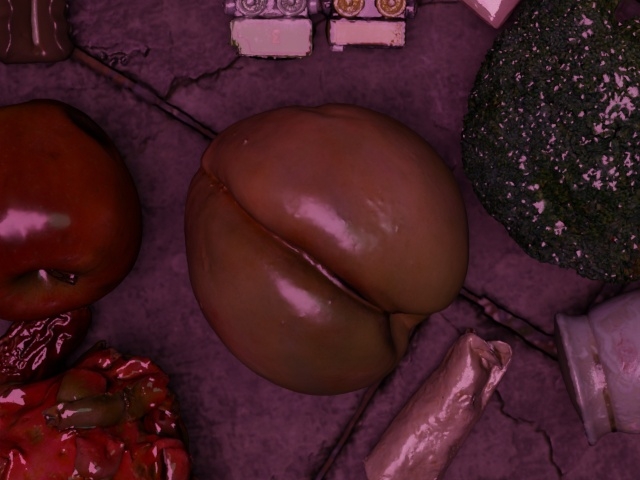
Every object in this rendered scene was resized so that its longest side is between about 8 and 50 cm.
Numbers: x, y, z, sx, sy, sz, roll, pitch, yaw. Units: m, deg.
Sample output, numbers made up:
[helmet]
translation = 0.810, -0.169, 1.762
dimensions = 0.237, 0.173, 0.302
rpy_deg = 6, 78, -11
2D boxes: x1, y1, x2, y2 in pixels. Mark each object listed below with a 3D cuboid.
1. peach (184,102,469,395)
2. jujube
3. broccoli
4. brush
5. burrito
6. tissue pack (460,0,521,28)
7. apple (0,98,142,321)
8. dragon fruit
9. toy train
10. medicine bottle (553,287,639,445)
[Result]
[peach]
translation = -0.001, 0.001, 1.574
dimensions = 0.292, 0.247, 0.292
rpy_deg = 2, 95, 32
[jujube]
translation = -0.296, 0.109, 1.679
dimensions = 0.077, 0.077, 0.129
rpy_deg = 42, 96, 0
[broccoli]
translation = 0.278, -0.107, 1.548
dimensions = 0.275, 0.308, 0.308
rpy_deg = -4, 95, -21
[brush]
translation = -0.304, -0.334, 1.657
dimensions = 0.084, 0.071, 0.301
rpy_deg = -1, 86, -12
[burrito]
translation = 0.122, 0.192, 1.666
dimensions = 0.087, 0.060, 0.226
rpy_deg = 33, 97, -4
[tissue pack]
translation = 0.219, -0.392, 1.605
dimensions = 0.170, 0.071, 0.325
rpy_deg = 39, 97, -2
[apple]
translation = -0.297, -0.036, 1.599
dimensions = 0.230, 0.230, 0.230
rpy_deg = 0, 95, 4
[dragon fruit]
translation = -0.250, 0.255, 1.604
dimensions = 0.231, 0.237, 0.302
rpy_deg = 43, 75, -35
[toy train]
translation = -0.001, -0.227, 1.641
dimensions = 0.202, 0.060, 0.081
rpy_deg = 1, 102, 4
[medicine bottle]
translation = 0.317, 0.127, 1.604
dimensions = 0.143, 0.147, 0.147
rpy_deg = -15, 94, 8
